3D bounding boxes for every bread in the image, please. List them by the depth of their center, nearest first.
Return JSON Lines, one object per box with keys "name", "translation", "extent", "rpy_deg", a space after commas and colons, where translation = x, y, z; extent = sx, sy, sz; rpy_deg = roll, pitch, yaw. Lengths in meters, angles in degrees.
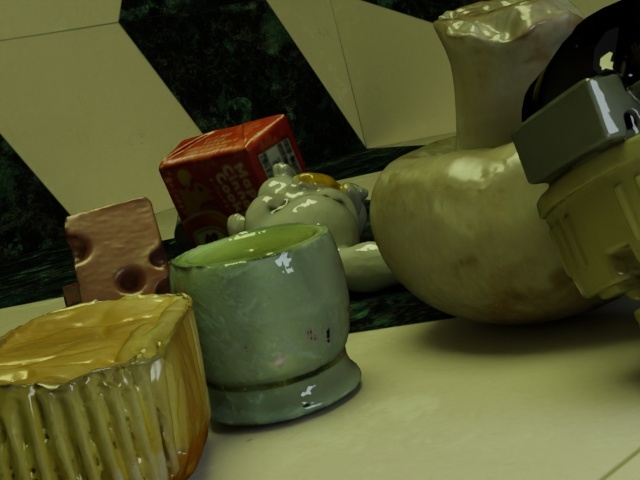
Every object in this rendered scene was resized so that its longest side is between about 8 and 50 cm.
{"name": "bread", "translation": [-0.170, 0.125, 0.697], "extent": [0.179, 0.133, 0.250], "rpy_deg": [-13, 9, 4]}

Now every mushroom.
{"name": "mushroom", "translation": [0.183, -0.076, 0.905], "extent": [0.297, 0.290, 0.297], "rpy_deg": [-13, 8, 2]}

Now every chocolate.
{"name": "chocolate", "translation": [-0.124, -0.062, 1.595], "extent": [0.235, 0.237, 0.108], "rpy_deg": [-7, 21, 38]}

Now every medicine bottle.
{"name": "medicine bottle", "translation": [-0.045, 0.069, 0.835], "extent": [0.147, 0.143, 0.147], "rpy_deg": [-12, 11, 2]}

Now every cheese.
{"name": "cheese", "translation": [-0.260, 0.042, 1.286], "extent": [0.128, 0.177, 0.203], "rpy_deg": [-15, 8, -8]}

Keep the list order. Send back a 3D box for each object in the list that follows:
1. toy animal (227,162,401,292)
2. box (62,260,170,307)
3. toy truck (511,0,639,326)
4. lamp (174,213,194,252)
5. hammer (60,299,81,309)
{"name": "toy animal", "translation": [-0.007, -0.002, 1.282], "extent": [0.208, 0.154, 0.325], "rpy_deg": [5, 21, -25]}
{"name": "box", "translation": [-0.313, 0.078, 1.565], "extent": [0.156, 0.060, 0.111], "rpy_deg": [-7, 10, 28]}
{"name": "toy truck", "translation": [0.342, -0.059, 0.708], "extent": [0.405, 0.254, 0.180], "rpy_deg": [-10, -10, -25]}
{"name": "lamp", "translation": [-0.234, -0.049, 2.070], "extent": [0.121, 0.121, 0.214], "rpy_deg": [-12, 20, 19]}
{"name": "hammer", "translation": [-0.389, 0.130, 1.406], "extent": [0.159, 0.041, 0.226], "rpy_deg": [-9, 10, 23]}
